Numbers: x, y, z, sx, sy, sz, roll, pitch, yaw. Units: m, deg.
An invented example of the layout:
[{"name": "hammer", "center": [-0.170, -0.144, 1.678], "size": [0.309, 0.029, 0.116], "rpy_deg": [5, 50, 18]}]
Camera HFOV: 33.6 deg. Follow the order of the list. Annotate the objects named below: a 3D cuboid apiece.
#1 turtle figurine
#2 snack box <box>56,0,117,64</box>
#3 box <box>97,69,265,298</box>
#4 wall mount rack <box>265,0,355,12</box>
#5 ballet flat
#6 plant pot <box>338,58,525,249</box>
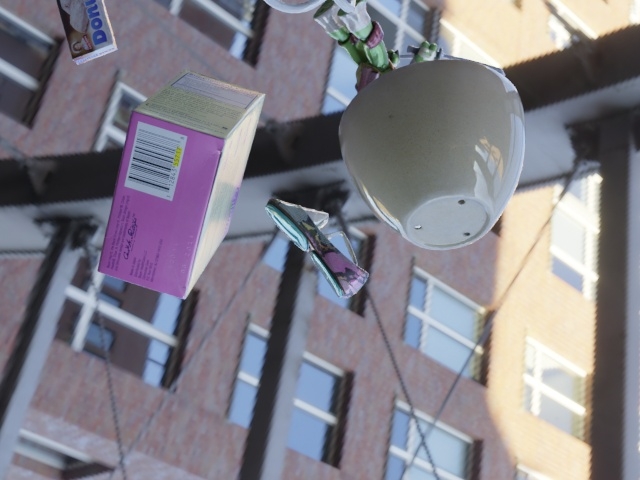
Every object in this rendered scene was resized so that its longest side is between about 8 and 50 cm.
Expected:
[{"name": "turtle figurine", "center": [0.135, -0.349, 1.906], "size": [0.275, 0.266, 0.198], "rpy_deg": [-33, -153, 16]}, {"name": "snack box", "center": [-0.346, -0.343, 1.527], "size": [0.064, 0.022, 0.178], "rpy_deg": [-20, -108, 4]}, {"name": "box", "center": [-0.173, -0.080, 1.346], "size": [0.243, 0.117, 0.213], "rpy_deg": [-67, 174, -68]}, {"name": "wall mount rack", "center": [0.022, -0.484, 1.424], "size": [0.350, 0.304, 0.130], "rpy_deg": [-32, -151, 27]}, {"name": "ballet flat", "center": [0.000, 0.000, 1.820], "size": [0.079, 0.221, 0.077], "rpy_deg": [-37, 165, -16]}, {"name": "plant pot", "center": [0.177, -0.099, 1.565], "size": [0.284, 0.284, 0.191], "rpy_deg": [-36, -136, 33]}]
